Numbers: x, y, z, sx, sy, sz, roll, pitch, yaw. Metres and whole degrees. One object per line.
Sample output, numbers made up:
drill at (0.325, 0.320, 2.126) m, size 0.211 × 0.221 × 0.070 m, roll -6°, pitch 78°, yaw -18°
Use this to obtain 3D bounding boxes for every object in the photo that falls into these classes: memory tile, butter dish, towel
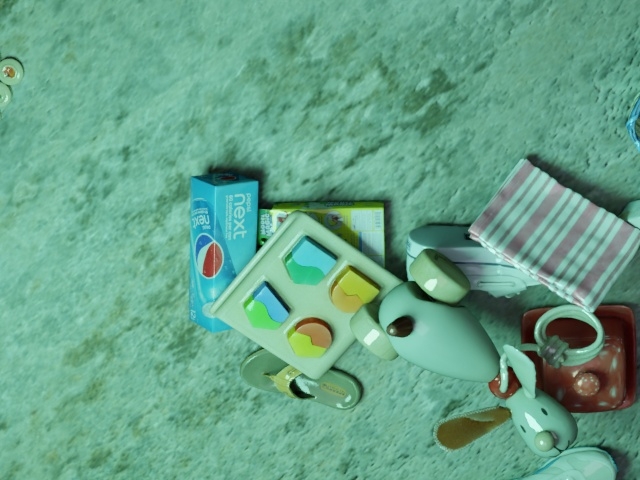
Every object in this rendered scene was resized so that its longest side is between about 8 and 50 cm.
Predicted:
memory tile at (-0.492, -0.230, 1.679) m, size 0.148 × 0.012 × 0.113 m, roll 32°, pitch 106°, yaw -5°
butter dish at (0.360, 0.179, 1.672) m, size 0.159 × 0.118 × 0.160 m, roll -3°, pitch 106°, yaw 5°
towel at (0.311, -0.008, 1.600) m, size 0.197 × 0.029 × 0.144 m, roll 33°, pitch 65°, yaw 13°

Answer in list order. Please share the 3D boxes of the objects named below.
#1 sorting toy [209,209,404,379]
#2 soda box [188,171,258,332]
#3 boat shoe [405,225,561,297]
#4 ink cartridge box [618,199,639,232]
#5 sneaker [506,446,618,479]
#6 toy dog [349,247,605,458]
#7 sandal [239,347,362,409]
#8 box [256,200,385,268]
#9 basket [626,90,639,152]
sorting toy at (-0.016, 0.081, 1.652) m, size 0.208 × 0.038 × 0.193 m, roll 34°, pitch 107°, yaw -25°
soda box at (-0.135, 0.016, 1.678) m, size 0.071 × 0.067 × 0.210 m, roll -9°, pitch 110°, yaw -35°
boat shoe at (0.245, 0.035, 1.663) m, size 0.258 × 0.095 × 0.084 m, roll 7°, pitch 118°, yaw 9°
ink cartridge box at (0.482, 0.000, 1.581) m, size 0.145 × 0.179 × 0.045 m, roll 37°, pitch 82°, yaw -6°
sneaker at (0.321, 0.372, 1.745) m, size 0.228 × 0.092 × 0.087 m, roll -25°, pitch 101°, yaw 10°
toy dog at (0.189, 0.159, 1.566) m, size 0.333 × 0.161 × 0.220 m, roll 22°, pitch 110°, yaw 9°
sandal at (-0.028, 0.203, 1.747) m, size 0.180 × 0.049 × 0.072 m, roll 18°, pitch 107°, yaw -1°
box at (0.000, 0.000, 1.690) m, size 0.179 × 0.043 × 0.105 m, roll -1°, pitch 106°, yaw 2°
basket at (0.499, -0.147, 1.476) m, size 0.254 × 0.289 × 0.201 m, roll 30°, pitch 111°, yaw -7°
